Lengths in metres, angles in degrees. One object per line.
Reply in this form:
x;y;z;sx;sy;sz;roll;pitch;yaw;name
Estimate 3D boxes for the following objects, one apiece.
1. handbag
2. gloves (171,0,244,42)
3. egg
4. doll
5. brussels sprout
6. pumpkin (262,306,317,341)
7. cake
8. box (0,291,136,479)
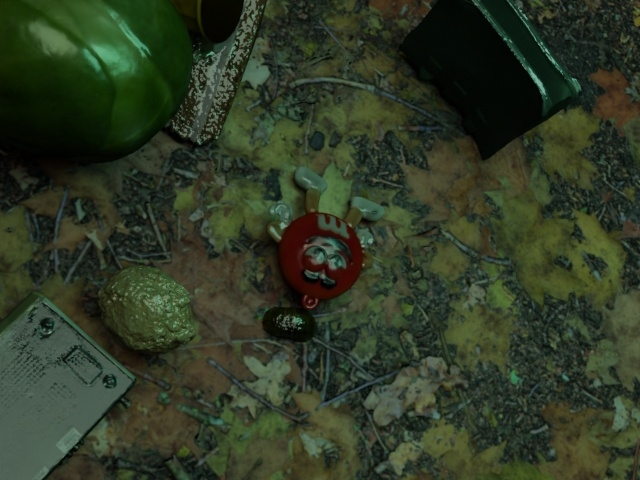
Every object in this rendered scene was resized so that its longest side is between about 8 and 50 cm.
0.259;-0.271;1.548;0.079;0.260;0.247;-35;89;-21;handbag
-0.270;-0.377;1.456;0.294;0.116;0.133;16;24;21;gloves
-0.238;0.098;1.345;0.140;0.118;0.116;43;48;-9;egg
0.000;0.000;1.471;0.183;0.085;0.217;27;57;-8;doll
-0.356;-0.252;1.301;0.371;0.315;0.276;16;79;-19;brussels sprout
-0.043;0.122;1.444;0.083;0.028;0.050;5;72;-11;pumpkin
-0.167;-0.289;1.529;0.116;0.113;0.295;21;78;-2;cake
-0.398;0.225;1.291;0.211;0.045;0.270;43;65;2;box
